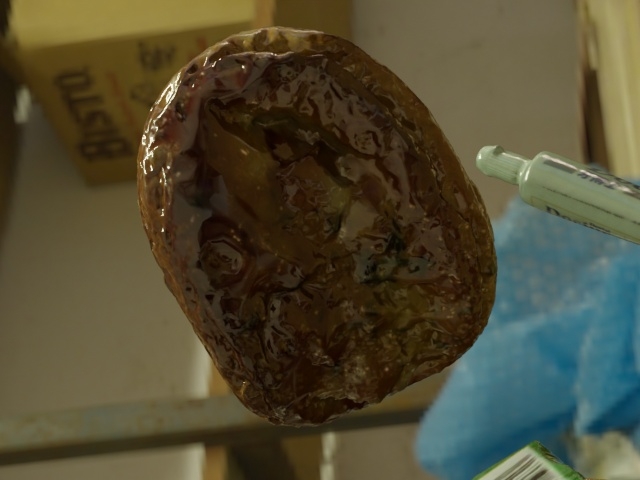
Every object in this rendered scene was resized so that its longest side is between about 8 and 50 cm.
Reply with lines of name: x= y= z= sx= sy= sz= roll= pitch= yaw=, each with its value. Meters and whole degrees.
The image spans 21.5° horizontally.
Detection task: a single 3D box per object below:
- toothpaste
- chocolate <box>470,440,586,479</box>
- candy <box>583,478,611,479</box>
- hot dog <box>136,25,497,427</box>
toothpaste: x=0.211 y=-0.009 z=1.045 sx=0.067 sy=0.255 sz=0.037 roll=-4 pitch=-65 yaw=-62
chocolate: x=0.296 y=0.380 z=1.700 sx=0.341 sy=0.161 sz=0.360 roll=45 pitch=178 yaw=-8
candy: x=0.193 y=0.195 z=1.168 sx=0.053 sy=0.046 sz=0.182 roll=53 pitch=175 yaw=16
hot dog: x=0.000 y=0.000 z=1.445 sx=0.387 sy=0.267 sz=0.174 roll=63 pitch=173 yaw=-33
